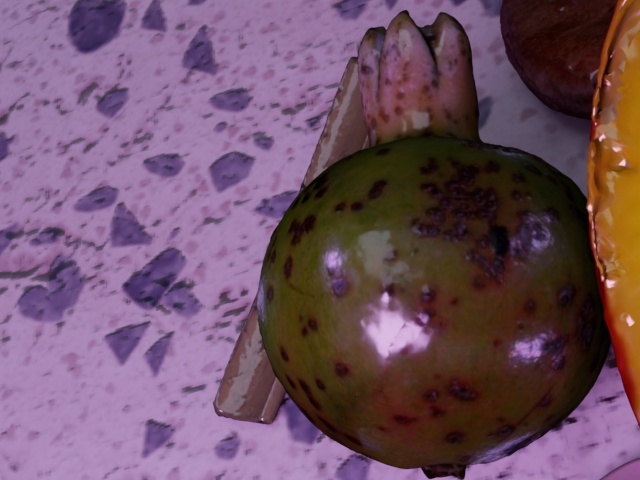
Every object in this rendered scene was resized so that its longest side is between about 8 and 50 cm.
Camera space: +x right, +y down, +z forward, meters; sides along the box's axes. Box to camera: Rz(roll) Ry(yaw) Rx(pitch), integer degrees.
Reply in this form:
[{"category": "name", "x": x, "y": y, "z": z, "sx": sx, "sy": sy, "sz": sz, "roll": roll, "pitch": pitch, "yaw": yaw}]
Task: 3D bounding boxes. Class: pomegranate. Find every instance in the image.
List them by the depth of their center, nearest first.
[{"category": "pomegranate", "x": 0.058, "y": 0.002, "z": 0.992, "sx": 0.202, "sy": 0.202, "sz": 0.248, "roll": -10, "pitch": 81, "yaw": 23}]

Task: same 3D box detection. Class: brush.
[{"category": "brush", "x": 0.000, "y": 0.000, "z": 1.152, "sx": 0.043, "sy": 0.036, "sz": 0.248, "roll": 5, "pitch": 66, "yaw": 37}]

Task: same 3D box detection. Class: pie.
[{"category": "pie", "x": 0.193, "y": -0.144, "z": 1.139, "sx": 0.182, "sy": 0.049, "sz": 0.182, "roll": -12, "pitch": 49, "yaw": 14}]

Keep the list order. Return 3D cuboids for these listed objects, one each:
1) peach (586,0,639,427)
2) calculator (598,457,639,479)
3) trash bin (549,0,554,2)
[{"category": "peach", "x": 0.281, "y": -0.011, "z": 0.813, "sx": 0.306, "sy": 0.242, "sz": 0.380, "roll": -3, "pitch": 93, "yaw": 32}, {"category": "calculator", "x": 0.146, "y": 0.177, "z": 0.938, "sx": 0.103, "sy": 0.024, "sz": 0.166, "roll": 24, "pitch": 69, "yaw": 39}, {"category": "trash bin", "x": 0.168, "y": -0.188, "z": 1.127, "sx": 0.092, "sy": 0.043, "sz": 0.061, "roll": -19, "pitch": 46, "yaw": 6}]
